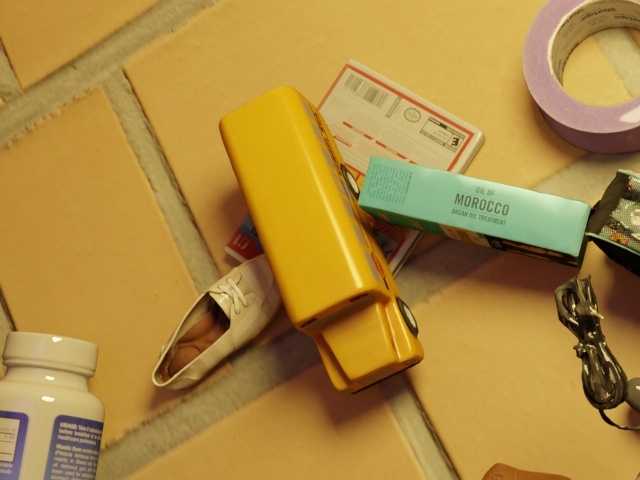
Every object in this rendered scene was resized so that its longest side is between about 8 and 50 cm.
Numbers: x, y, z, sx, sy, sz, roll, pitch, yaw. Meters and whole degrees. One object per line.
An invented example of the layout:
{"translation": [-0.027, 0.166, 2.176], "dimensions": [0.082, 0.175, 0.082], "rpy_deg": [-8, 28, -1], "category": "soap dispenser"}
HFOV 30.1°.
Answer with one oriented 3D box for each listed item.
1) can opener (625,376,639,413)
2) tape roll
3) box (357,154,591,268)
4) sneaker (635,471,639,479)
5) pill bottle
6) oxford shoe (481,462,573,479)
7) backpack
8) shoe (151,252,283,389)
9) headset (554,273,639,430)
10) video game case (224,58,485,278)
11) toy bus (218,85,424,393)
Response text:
{"translation": [0.425, 0.216, 1.165], "dimensions": [0.283, 0.095, 0.076], "rpy_deg": [40, 92, 18], "category": "can opener"}
{"translation": [0.325, -0.196, 1.325], "dimensions": [0.189, 0.080, 0.189], "rpy_deg": [-6, 73, 20], "category": "tape roll"}
{"translation": [0.172, -0.031, 1.311], "dimensions": [0.244, 0.100, 0.060], "rpy_deg": [14, 84, 16], "category": "box"}
{"translation": [0.366, 0.251, 1.199], "dimensions": [0.098, 0.038, 0.069], "rpy_deg": [22, 112, 24], "category": "sneaker"}
{"translation": [-0.341, 0.252, 1.422], "dimensions": [0.152, 0.152, 0.272], "rpy_deg": [2, 76, 22], "category": "pill bottle"}
{"translation": [0.266, 0.281, 1.229], "dimensions": [0.212, 0.076, 0.076], "rpy_deg": [20, 44, 14], "category": "oxford shoe"}
{"translation": [0.386, -0.008, 1.203], "dimensions": [0.188, 0.166, 0.144], "rpy_deg": [37, 100, 23], "category": "backpack"}
{"translation": [-0.120, 0.100, 1.413], "dimensions": [0.219, 0.058, 0.076], "rpy_deg": [-47, 70, 12], "category": "shoe"}
{"translation": [0.418, 0.086, 1.084], "dimensions": [0.394, 0.243, 0.185], "rpy_deg": [-9, 60, -13], "category": "headset"}
{"translation": [0.038, -0.055, 1.427], "dimensions": [0.204, 0.025, 0.285], "rpy_deg": [33, 89, 25], "category": "video game case"}
{"translation": [0.000, 0.000, 1.341], "dimensions": [0.108, 0.130, 0.332], "rpy_deg": [-27, 68, 13], "category": "toy bus"}
